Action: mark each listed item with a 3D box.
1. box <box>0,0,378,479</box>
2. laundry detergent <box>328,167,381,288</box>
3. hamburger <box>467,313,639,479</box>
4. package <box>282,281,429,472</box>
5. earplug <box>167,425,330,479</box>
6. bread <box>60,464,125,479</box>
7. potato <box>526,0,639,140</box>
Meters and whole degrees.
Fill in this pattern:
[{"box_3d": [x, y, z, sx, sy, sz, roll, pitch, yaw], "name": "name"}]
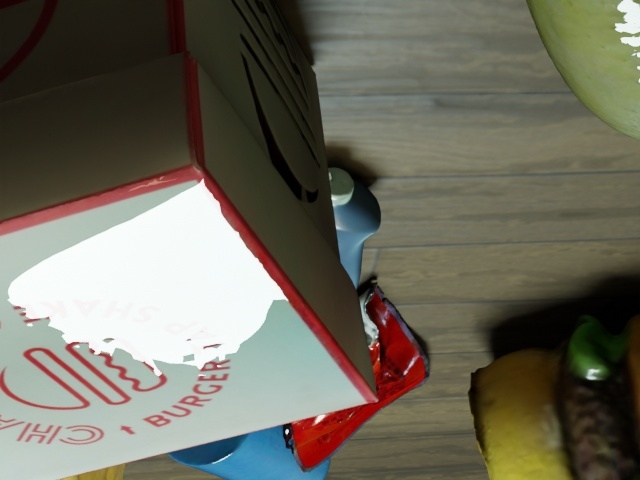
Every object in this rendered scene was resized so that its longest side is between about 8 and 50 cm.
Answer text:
[{"box_3d": [-0.166, -0.042, 0.813, 0.312, 0.300, 0.314, -15, 147, 13], "name": "box"}, {"box_3d": [0.000, -0.001, 1.143, 0.097, 0.061, 0.206, 7, 146, -6], "name": "laundry detergent"}, {"box_3d": [0.358, 0.282, 1.370, 0.278, 0.395, 0.396, -18, 147, 17], "name": "hamburger"}, {"box_3d": [0.034, 0.153, 1.355, 0.194, 0.071, 0.269, -27, 140, -7], "name": "package"}, {"box_3d": [-0.073, 0.234, 1.451, 0.132, 0.132, 0.273, -18, 150, 17], "name": "earplug"}, {"box_3d": [-0.309, 0.214, 1.321, 0.156, 0.204, 0.288, 10, 146, 6], "name": "bread"}, {"box_3d": [0.240, -0.188, 0.738, 0.243, 0.221, 0.326, -10, 146, 23], "name": "potato"}]
